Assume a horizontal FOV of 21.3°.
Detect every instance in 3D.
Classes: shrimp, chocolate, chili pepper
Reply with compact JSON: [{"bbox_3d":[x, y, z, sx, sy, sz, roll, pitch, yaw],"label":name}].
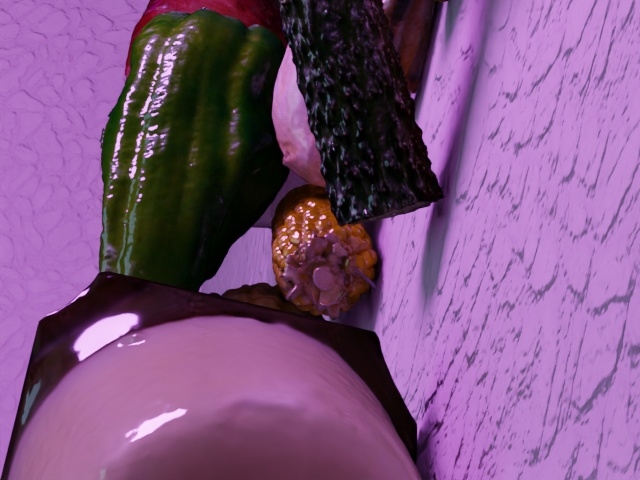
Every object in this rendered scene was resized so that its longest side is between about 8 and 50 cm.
[{"bbox_3d":[0.038,-0.224,1.636,0.059,0.145,0.254,-98,21,-85],"label":"shrimp"},{"bbox_3d":[0.029,-0.205,1.737,0.134,0.134,0.309,169,113,-81],"label":"chocolate"},{"bbox_3d":[-0.125,-0.070,1.771,0.213,0.168,0.384,45,-131,-48],"label":"chili pepper"},{"bbox_3d":[-0.055,0.206,1.187,0.297,0.314,0.326,-176,101,-73],"label":"chocolate"}]

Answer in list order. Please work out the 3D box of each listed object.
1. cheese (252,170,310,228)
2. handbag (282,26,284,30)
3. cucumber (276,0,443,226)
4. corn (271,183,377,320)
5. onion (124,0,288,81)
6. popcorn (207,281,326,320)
[{"bbox_3d":[-0.065,-0.107,1.984,0.154,0.189,0.198,42,131,44],"label":"cheese"},{"bbox_3d":[0.026,-0.312,1.981,0.260,0.113,0.162,-78,10,-64],"label":"handbag"},{"bbox_3d":[0.007,-0.190,1.437,0.096,0.096,0.359,160,92,-81],"label":"cucumber"},{"bbox_3d":[0.000,0.000,1.765,0.305,0.106,0.106,-100,22,-77],"label":"corn"},{"bbox_3d":[-0.099,-0.203,2.306,0.348,0.286,0.347,-8,-80,-59],"label":"onion"},{"bbox_3d":[-0.077,0.156,1.794,0.256,0.195,0.254,117,173,-60],"label":"popcorn"}]
